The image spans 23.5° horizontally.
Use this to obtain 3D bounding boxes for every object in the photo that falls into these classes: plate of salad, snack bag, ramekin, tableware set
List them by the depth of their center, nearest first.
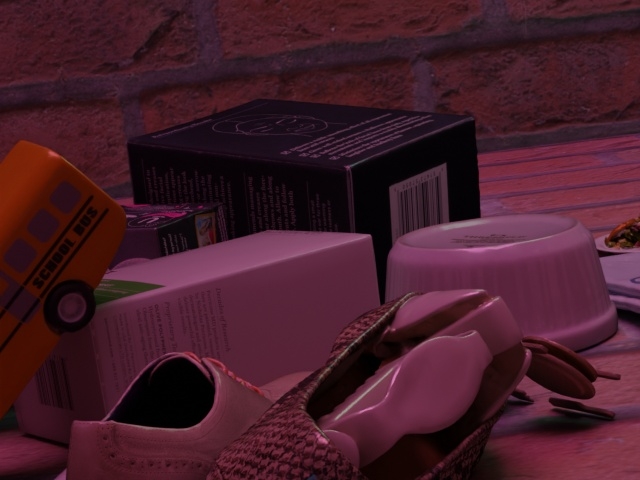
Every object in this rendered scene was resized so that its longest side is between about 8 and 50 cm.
[{"bbox_3d":[0.184,0.106,1.445,0.194,0.128,0.039,7,61,52],"label":"tableware set"},{"bbox_3d":[0.197,0.050,1.756,0.273,0.127,0.273,-7,9,1],"label":"ramekin"},{"bbox_3d":[0.474,0.040,1.891,0.323,0.037,0.342,-8,6,-12],"label":"snack bag"},{"bbox_3d":[0.481,-0.013,2.177,0.200,0.048,0.200,-6,9,1],"label":"plate of salad"}]

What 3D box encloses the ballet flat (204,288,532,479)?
[{"bbox_3d":[0.072,0.126,1.213,0.182,0.164,0.483,-44,-5,25],"label":"ballet flat"}]

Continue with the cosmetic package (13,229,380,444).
[{"bbox_3d":[-0.128,0.098,1.633,0.365,0.155,0.197,-16,12,-39],"label":"cosmetic package"}]

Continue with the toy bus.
[{"bbox_3d":[-0.316,0.079,1.414,0.332,0.130,0.108,-54,33,-11],"label":"toy bus"}]

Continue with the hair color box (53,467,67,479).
[{"bbox_3d":[-0.192,0.220,1.263,0.072,0.043,0.141,-5,10,14],"label":"hair color box"}]

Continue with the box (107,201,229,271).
[{"bbox_3d":[-0.249,0.045,2.022,0.247,0.163,0.142,0,15,37],"label":"box"}]

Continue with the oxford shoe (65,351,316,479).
[{"bbox_3d":[-0.071,0.153,1.255,0.140,0.146,0.397,-5,9,23],"label":"oxford shoe"}]

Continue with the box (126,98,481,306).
[{"bbox_3d":[-0.022,-0.057,2.133,0.395,0.212,0.293,10,22,38],"label":"box"}]
